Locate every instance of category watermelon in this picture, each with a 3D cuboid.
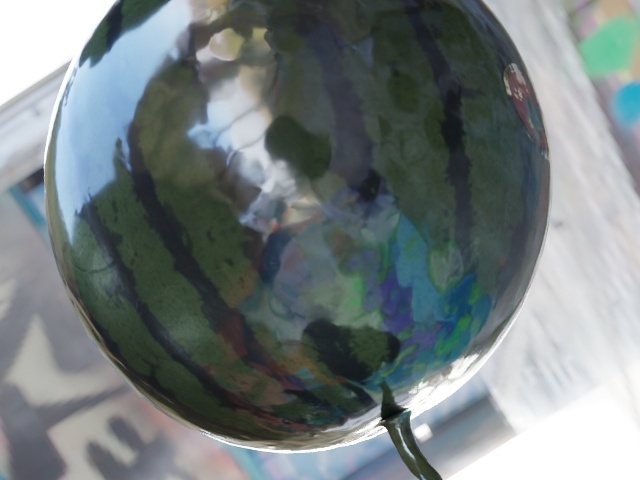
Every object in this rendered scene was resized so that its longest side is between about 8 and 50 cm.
[{"bbox_3d":[0.000,0.000,0.356,0.105,0.105,0.133,49,-160,-71],"label":"watermelon"}]
